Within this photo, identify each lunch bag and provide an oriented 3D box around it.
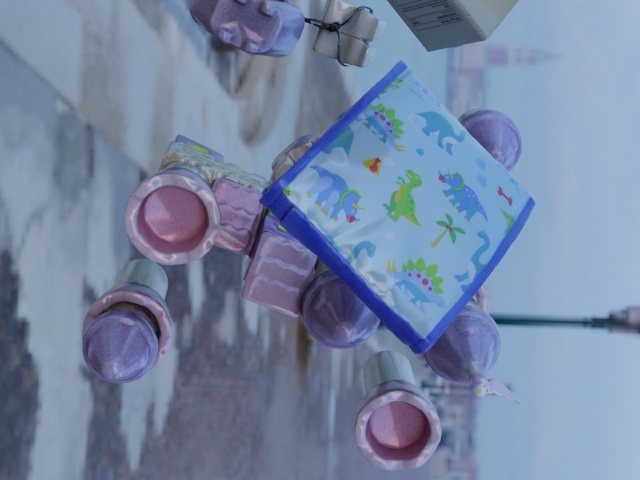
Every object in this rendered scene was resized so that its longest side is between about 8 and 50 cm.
[{"bbox_3d":[0.041,-0.014,0.775,0.096,0.129,0.151,-44,-176,34],"label":"lunch bag"}]

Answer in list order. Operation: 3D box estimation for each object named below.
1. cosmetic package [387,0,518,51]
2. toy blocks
[{"bbox_3d":[0.053,-0.161,0.720,0.041,0.115,0.060,-50,-156,-19],"label":"cosmetic package"},{"bbox_3d":[0.000,0.000,0.924,0.260,0.288,0.309,-94,-155,-73],"label":"toy blocks"}]
